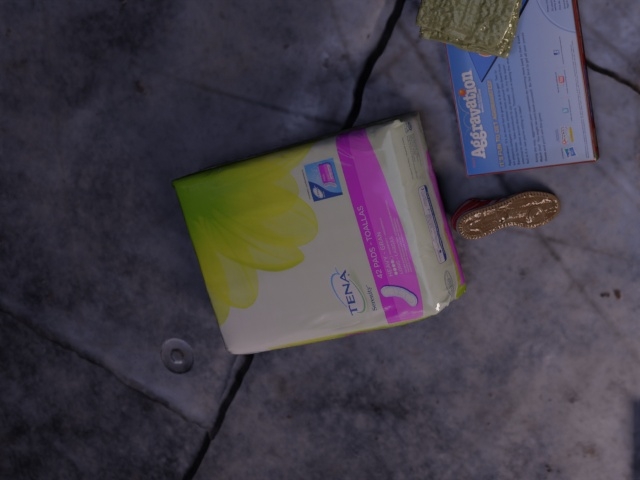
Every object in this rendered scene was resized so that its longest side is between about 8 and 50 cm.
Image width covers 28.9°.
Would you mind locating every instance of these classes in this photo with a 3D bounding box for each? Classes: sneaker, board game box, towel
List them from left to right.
[{"bbox_3d":[0.164,-0.271,1.294,0.110,0.027,0.148,19,111,16],"label":"towel"},{"bbox_3d":[0.201,-0.031,1.373,0.119,0.067,0.042,-13,98,-7],"label":"sneaker"},{"bbox_3d":[0.205,-0.214,1.324,0.145,0.027,0.281,-6,102,21],"label":"board game box"}]

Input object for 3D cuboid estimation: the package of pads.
[{"bbox_3d":[0.000,0.000,1.420,0.297,0.101,0.229,-12,99,25],"label":"package of pads"}]
